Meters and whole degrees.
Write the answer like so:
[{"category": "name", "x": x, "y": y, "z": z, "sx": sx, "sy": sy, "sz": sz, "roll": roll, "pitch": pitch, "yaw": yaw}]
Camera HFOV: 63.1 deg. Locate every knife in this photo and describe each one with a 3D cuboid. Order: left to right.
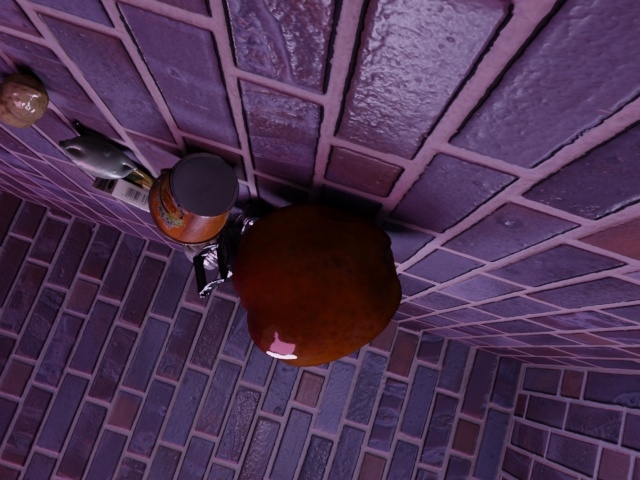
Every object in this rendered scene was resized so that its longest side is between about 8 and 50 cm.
[{"category": "knife", "x": -0.685, "y": -0.312, "z": 1.488, "sx": 0.023, "sy": 0.010, "sz": 0.170, "roll": 21, "pitch": 169, "yaw": -13}]

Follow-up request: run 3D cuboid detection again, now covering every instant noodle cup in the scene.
[{"category": "instant noodle cup", "x": -0.324, "y": -0.118, "z": 1.370, "sx": 0.230, "sy": 0.230, "sz": 0.182, "roll": 23, "pitch": 158, "yaw": -19}]

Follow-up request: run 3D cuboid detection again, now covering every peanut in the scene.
[{"category": "peanut", "x": -0.716, "y": -0.330, "z": 1.243, "sx": 0.117, "sy": 0.101, "sz": 0.263, "roll": 3, "pitch": 180, "yaw": -41}]

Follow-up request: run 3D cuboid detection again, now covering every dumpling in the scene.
[{"category": "dumpling", "x": -0.642, "y": -0.255, "z": 1.515, "sx": 0.217, "sy": 0.149, "sz": 0.105, "roll": 18, "pitch": 131, "yaw": -29}]

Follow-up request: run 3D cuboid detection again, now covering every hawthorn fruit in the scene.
[{"category": "hawthorn fruit", "x": -0.006, "y": 0.102, "z": 1.416, "sx": 0.472, "sy": 0.471, "sz": 0.472, "roll": 17, "pitch": 168, "yaw": 4}]

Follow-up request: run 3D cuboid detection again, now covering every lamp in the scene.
[{"category": "lamp", "x": -0.223, "y": 0.039, "z": 1.750, "sx": 0.272, "sy": 0.205, "sz": 0.374, "roll": 14, "pitch": 134, "yaw": -36}]

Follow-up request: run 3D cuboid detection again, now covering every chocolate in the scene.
[{"category": "chocolate", "x": -0.417, "y": 0.007, "z": 2.031, "sx": 0.303, "sy": 0.213, "sz": 0.303, "roll": 19, "pitch": 167, "yaw": 4}]

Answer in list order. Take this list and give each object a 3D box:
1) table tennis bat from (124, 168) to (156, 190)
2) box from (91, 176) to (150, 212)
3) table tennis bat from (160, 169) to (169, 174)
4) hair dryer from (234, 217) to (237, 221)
[{"category": "table tennis bat", "x": -0.609, "y": -0.214, "z": 1.744, "sx": 0.321, "sy": 0.050, "sz": 0.198, "roll": 32, "pitch": 164, "yaw": -36}, {"category": "box", "x": -0.710, "y": -0.177, "z": 1.900, "sx": 0.164, "sy": 0.069, "sz": 0.256, "roll": 28, "pitch": 173, "yaw": -39}, {"category": "table tennis bat", "x": -0.410, "y": -0.188, "z": 1.622, "sx": 0.234, "sy": 0.022, "sz": 0.131, "roll": 8, "pitch": 163, "yaw": 47}, {"category": "hair dryer", "x": -0.187, "y": 0.023, "z": 1.907, "sx": 0.272, "sy": 0.235, "sz": 0.091, "roll": -7, "pitch": 177, "yaw": -6}]
